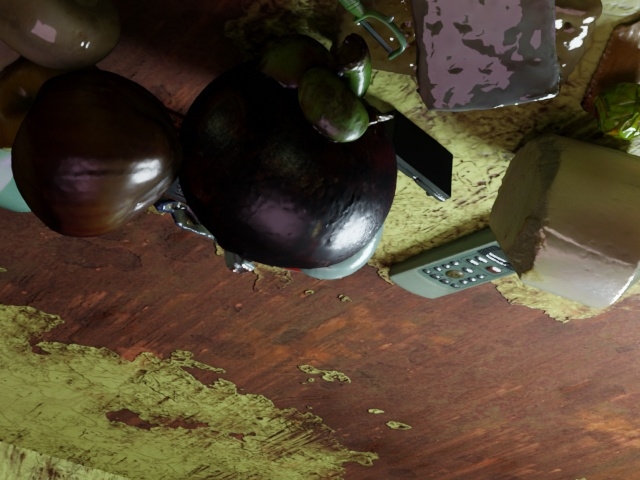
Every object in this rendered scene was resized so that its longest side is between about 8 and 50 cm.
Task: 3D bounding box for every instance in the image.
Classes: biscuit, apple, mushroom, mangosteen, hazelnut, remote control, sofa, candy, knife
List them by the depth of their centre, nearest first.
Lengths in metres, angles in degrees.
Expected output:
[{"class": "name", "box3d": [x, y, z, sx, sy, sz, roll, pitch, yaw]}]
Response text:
[{"class": "candy", "box3d": [0.184, -0.254, 1.463, 0.184, 0.137, 0.195, -5, 122, 5]}, {"class": "mushroom", "box3d": [-0.332, -0.320, 1.526, 0.206, 0.209, 0.206, 18, 179, 0]}, {"class": "knife", "box3d": [0.033, -0.306, 1.526, 0.212, 0.015, 0.054, 44, 146, -19]}, {"class": "hazelnut", "box3d": [-0.279, -0.109, 1.567, 0.217, 0.217, 0.251, 8, 176, -1]}, {"class": "biscuit", "box3d": [0.180, -0.268, 1.601, 0.324, 0.044, 0.217, 10, 150, -4]}, {"class": "candy", "box3d": [0.475, -0.204, 1.604, 0.262, 0.077, 0.073, -25, 140, 33]}, {"class": "biscuit", "box3d": [0.481, -0.222, 1.639, 0.232, 0.013, 0.237, 8, 150, 0]}, {"class": "mangosteen", "box3d": [-0.024, -0.129, 1.670, 0.306, 0.306, 0.359, 25, 113, -29]}, {"class": "apple", "box3d": [-0.372, -0.185, 1.761, 0.195, 0.160, 0.173, 6, 167, 26]}, {"class": "sofa", "box3d": [0.130, -0.118, 1.838, 0.060, 0.085, 0.147, -21, 141, 36]}, {"class": "remote control", "box3d": [0.251, 0.043, 2.146, 0.123, 0.038, 0.285, 29, 145, -34]}]

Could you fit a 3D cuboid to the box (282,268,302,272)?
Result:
[{"class": "box", "box3d": [0.000, -0.001, 2.118, 0.112, 0.048, 0.175, 9, 151, -6]}]

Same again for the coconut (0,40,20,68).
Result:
[{"class": "coconut", "box3d": [-0.460, -0.285, 1.628, 0.147, 0.153, 0.147, 14, 124, 22]}]

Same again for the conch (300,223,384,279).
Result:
[{"class": "conch", "box3d": [0.008, -0.042, 1.950, 0.185, 0.121, 0.221, -5, 128, -21]}]

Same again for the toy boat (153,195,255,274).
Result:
[{"class": "toy boat", "box3d": [-0.167, -0.025, 2.048, 0.262, 0.115, 0.114, 31, 144, -35]}]

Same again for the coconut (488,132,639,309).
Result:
[{"class": "coconut", "box3d": [0.385, -0.026, 1.793, 0.244, 0.239, 0.239, 18, 150, -11]}]

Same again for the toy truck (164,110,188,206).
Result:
[{"class": "toy truck", "box3d": [-0.196, -0.113, 1.900, 0.252, 0.114, 0.107, 23, 147, -23]}]

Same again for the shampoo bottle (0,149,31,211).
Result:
[{"class": "shampoo bottle", "box3d": [-0.528, -0.144, 1.839, 0.151, 0.222, 0.349, -26, 150, 28]}]
